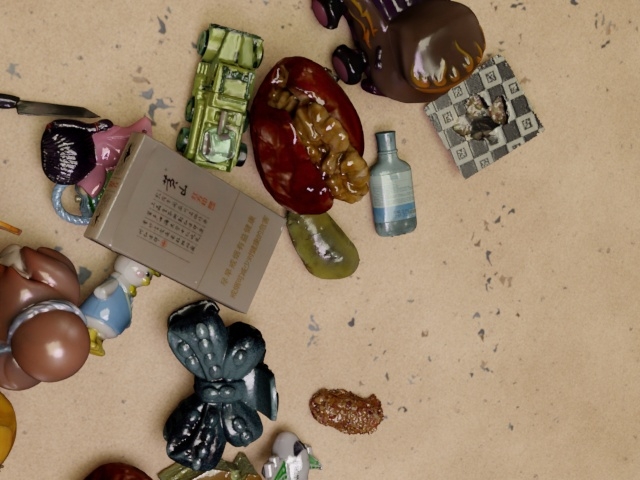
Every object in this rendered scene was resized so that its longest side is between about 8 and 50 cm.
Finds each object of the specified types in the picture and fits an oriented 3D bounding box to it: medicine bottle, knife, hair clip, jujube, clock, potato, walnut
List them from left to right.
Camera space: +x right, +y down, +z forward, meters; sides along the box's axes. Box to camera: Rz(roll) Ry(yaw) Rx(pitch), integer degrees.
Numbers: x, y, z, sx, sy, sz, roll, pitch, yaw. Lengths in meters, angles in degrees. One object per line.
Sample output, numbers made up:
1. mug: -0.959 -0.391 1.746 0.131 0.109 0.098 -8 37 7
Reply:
1. knife: -0.497 -0.228 1.719 0.230 0.060 0.028 5 119 -23
2. clock: -0.392 -0.121 1.755 0.195 0.100 0.194 -3 102 -20
3. jujube: -0.365 0.505 1.801 0.168 0.236 0.168 -6 108 -19
4. hair clip: -0.189 0.270 1.871 0.206 0.194 0.310 2 101 -10
5. walnut: -0.019 -0.179 1.795 0.222 0.244 0.269 -40 139 -9
6. potato: 0.000 0.000 1.939 0.105 0.085 0.188 -36 106 -14
7. medicine bottle: 0.142 -0.114 1.990 0.090 0.054 0.208 -11 102 -18

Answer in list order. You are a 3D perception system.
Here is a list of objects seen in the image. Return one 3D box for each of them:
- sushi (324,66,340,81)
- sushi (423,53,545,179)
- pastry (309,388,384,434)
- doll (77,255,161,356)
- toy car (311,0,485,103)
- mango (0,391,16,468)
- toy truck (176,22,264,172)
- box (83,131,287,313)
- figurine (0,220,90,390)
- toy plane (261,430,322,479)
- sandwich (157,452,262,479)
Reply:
1. sushi: -0.006 -0.296 1.910 0.046 0.044 0.083 42 91 -6
2. sushi: 0.331 -0.253 2.049 0.210 0.040 0.192 -34 103 -10
3. pastry: 0.061 0.356 2.035 0.169 0.063 0.087 12 92 -22
4. doll: -0.362 0.091 1.790 0.241 0.099 0.135 -56 135 -16
5. toy car: 0.159 -0.417 1.843 0.271 0.240 0.340 -30 112 -16
6. mango: -0.649 0.353 1.710 0.187 0.138 0.257 40 106 -21
7. toy truck: -0.167 -0.256 1.801 0.128 0.135 0.259 10 92 -23
8. box: -0.232 -0.024 1.787 0.365 0.051 0.204 32 78 -42
9. figurine: -0.559 0.066 1.651 0.388 0.277 0.248 37 61 -25
10. toy plane: -0.053 0.464 1.971 0.174 0.080 0.174 23 62 -52
11. sandwich: -0.187 0.465 1.942 0.244 0.090 0.088 18 95 -23
